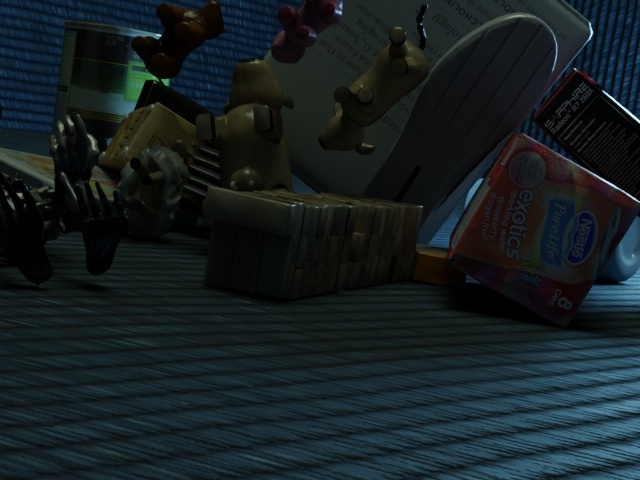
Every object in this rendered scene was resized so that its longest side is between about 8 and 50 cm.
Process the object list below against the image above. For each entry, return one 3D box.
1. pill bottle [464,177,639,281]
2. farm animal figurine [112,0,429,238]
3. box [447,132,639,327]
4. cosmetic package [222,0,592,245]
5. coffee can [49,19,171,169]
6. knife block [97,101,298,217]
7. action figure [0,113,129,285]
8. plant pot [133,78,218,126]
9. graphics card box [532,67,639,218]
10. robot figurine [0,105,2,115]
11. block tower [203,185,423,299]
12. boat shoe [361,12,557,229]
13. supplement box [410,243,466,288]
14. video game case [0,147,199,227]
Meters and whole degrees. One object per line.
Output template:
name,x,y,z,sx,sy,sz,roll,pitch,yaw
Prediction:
pill bottle,0.352,-0.031,1.642,0.264,0.146,0.146,13,7,39
farm animal figurine,-0.054,-0.137,1.270,0.330,0.326,0.172,13,2,11
box,0.239,-0.020,1.213,0.142,0.154,0.300,31,7,4
cosmetic package,0.102,-0.235,1.553,0.327,0.393,0.329,37,3,-8
coffee can,-0.374,-0.240,1.945,0.202,0.275,0.201,8,6,-1
knife block,-0.156,-0.081,1.458,0.242,0.088,0.276,34,-11,-20
action figure,-0.273,-0.049,0.978,0.164,0.140,0.276,-9,16,-32
plant pot,-0.221,-0.131,1.686,0.167,0.188,0.187,21,3,-15
graphics card box,0.453,-0.057,1.396,0.371,0.094,0.233,45,15,17
robot figurine,-0.688,-0.231,1.887,0.209,0.173,0.278,-35,-1,10
block tower,0.000,0.000,1.124,0.091,0.097,0.335,12,5,26
boat shoe,0.154,-0.138,1.316,0.121,0.335,0.119,39,20,-2
supplement box,0.137,0.029,1.297,0.062,0.036,0.098,9,6,-5
video game case,-0.300,-0.070,1.385,0.206,0.026,0.227,24,8,32
